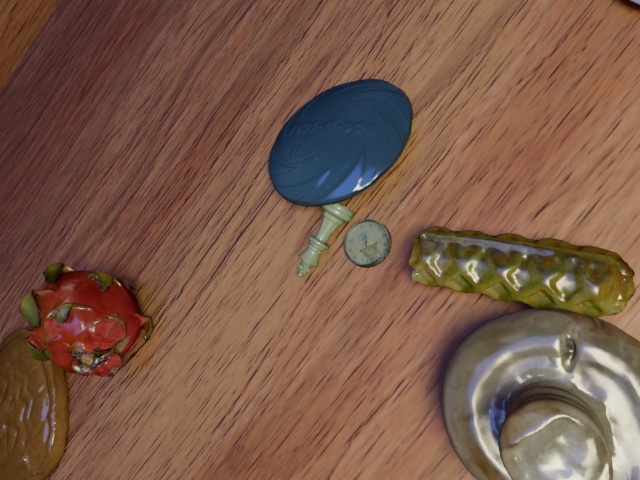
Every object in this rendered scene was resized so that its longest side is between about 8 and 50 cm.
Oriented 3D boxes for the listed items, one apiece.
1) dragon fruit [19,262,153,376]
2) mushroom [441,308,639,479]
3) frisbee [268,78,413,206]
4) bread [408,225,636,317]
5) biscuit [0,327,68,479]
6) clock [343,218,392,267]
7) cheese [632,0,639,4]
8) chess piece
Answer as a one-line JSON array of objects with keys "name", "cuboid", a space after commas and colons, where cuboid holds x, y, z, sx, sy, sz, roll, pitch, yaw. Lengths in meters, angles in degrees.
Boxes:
[{"name": "dragon fruit", "cuboid": [-0.475, 0.163, 0.839, 0.227, 0.224, 0.224, 9, 79, 37]}, {"name": "mushroom", "cuboid": [0.247, 0.187, 0.434, 0.243, 0.243, 0.243, -9, 71, 26]}, {"name": "frisbee", "cuboid": [0.021, -0.192, 0.741, 0.289, 0.049, 0.289, -15, 55, 23]}, {"name": "bread", "cuboid": [0.257, 0.038, 0.554, 0.269, 0.098, 0.087, 10, 108, 30]}, {"name": "biscuit", "cuboid": [-0.745, 0.420, 0.989, 0.365, 0.062, 0.385, -47, 59, 9]}, {"name": "clock", "cuboid": [0.079, 0.004, 0.702, 0.085, 0.017, 0.085, -9, 70, 26]}, {"name": "cheese", "cuboid": [0.516, -0.360, 0.561, 0.135, 0.052, 0.245, -41, 60, 11]}, {"name": "chess piece", "cuboid": [0.000, 0.000, 0.729, 0.059, 0.059, 0.149, 35, 99, 32]}]
